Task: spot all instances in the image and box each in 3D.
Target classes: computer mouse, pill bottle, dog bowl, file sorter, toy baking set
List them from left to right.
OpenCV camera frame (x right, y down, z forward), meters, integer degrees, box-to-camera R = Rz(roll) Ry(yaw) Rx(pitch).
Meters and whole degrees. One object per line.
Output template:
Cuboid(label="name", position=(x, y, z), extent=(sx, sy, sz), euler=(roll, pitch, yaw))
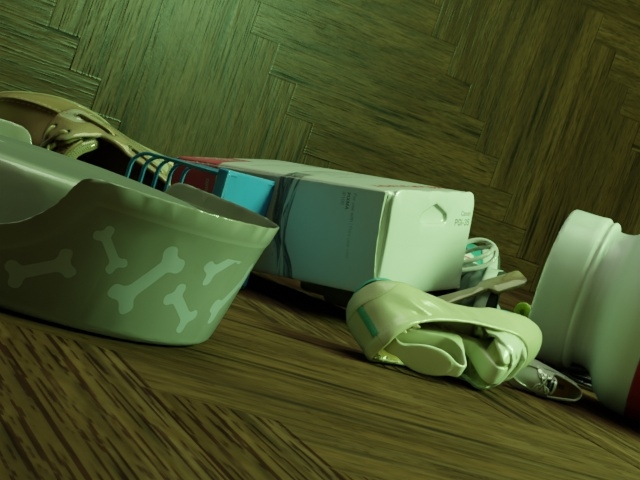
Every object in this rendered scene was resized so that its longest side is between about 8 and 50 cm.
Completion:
Cuboid(label="dog bowl", position=(-0.210, -0.021, 0.996), extent=(0.349, 0.102, 0.349), euler=(19, 2, -1))
Cuboid(label="file sorter", position=(-0.129, -0.021, 1.375), extent=(0.104, 0.118, 0.170), euler=(16, 2, 12))
Cuboid(label="toy baking set", position=(0.106, 0.034, 1.637), extent=(0.256, 0.030, 0.197), euler=(18, 40, 38))
Cuboid(label="computer mouse", position=(0.361, 0.156, 1.783), extent=(0.184, 0.060, 0.262), euler=(21, 4, 41))
Cuboid(label="pill bottle", position=(0.439, 0.112, 1.470), extent=(0.408, 0.229, 0.229), euler=(20, 3, 18))

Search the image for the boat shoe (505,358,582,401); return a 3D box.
Cuboid(label="boat shoe", position=(0.230, 0.146, 1.415), extent=(0.100, 0.035, 0.035), euler=(25, -3, -29))

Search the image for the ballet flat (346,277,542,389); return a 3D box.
Cuboid(label="ballet flat", position=(0.129, 0.102, 1.282), extent=(0.248, 0.086, 0.086), euler=(15, 5, -35))

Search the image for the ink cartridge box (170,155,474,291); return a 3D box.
Cuboid(label="ink cartridge box", position=(0.000, -0.020, 1.536), extent=(0.283, 0.117, 0.207), euler=(11, 7, 32))

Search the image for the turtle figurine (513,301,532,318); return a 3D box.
Cuboid(label="turtle figurine", position=(0.411, 0.139, 2.131), extent=(0.269, 0.087, 0.217), euler=(22, 4, 38))

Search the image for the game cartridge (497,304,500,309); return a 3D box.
Cuboid(label="game cartridge", position=(0.157, 0.021, 2.139), extent=(0.198, 0.062, 0.297), euler=(58, -11, -20))

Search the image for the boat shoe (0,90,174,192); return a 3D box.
Cuboid(label="boat shoe", position=(-0.317, -0.114, 1.783), extent=(0.341, 0.121, 0.110), euler=(21, 3, 12))

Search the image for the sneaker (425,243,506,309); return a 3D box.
Cuboid(label="sneaker", position=(0.138, 0.050, 1.742), extent=(0.178, 0.124, 0.295), euler=(13, 10, 2))
